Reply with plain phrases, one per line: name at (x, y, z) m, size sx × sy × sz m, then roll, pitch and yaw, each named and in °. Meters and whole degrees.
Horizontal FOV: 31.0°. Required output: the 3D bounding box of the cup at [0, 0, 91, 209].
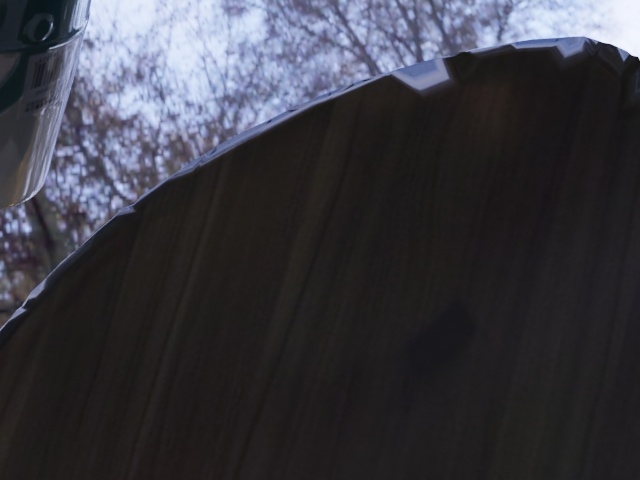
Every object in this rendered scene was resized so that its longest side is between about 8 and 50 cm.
cup at (-0.280, -0.185, 0.850) m, size 0.219 × 0.289 × 0.257 m, roll 15°, pitch -59°, yaw -15°

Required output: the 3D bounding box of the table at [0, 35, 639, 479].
table at (0.036, 0.099, 0.543) m, size 0.317 × 0.317 × 0.249 m, roll -26°, pitch -21°, yaw 10°
